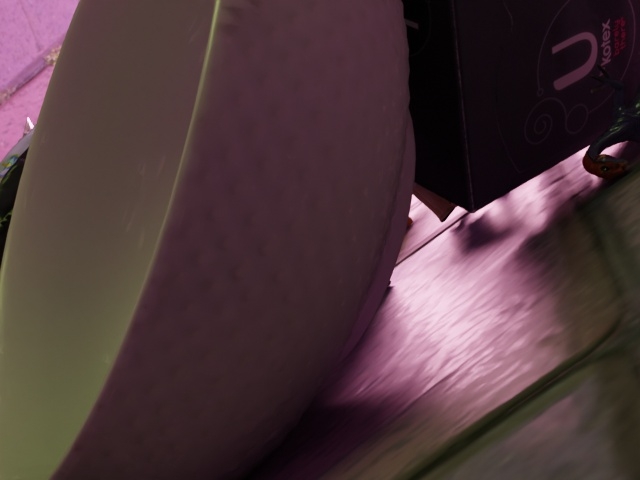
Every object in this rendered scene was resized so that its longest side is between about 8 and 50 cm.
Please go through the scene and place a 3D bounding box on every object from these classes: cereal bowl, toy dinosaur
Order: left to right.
[{"bbox_3d":[-0.050,-0.023,0.743,0.339,0.141,0.339,-165,90,-69],"label":"cereal bowl"},{"bbox_3d":[0.166,-0.059,0.749,0.082,0.047,0.090,-46,-30,6],"label":"toy dinosaur"}]

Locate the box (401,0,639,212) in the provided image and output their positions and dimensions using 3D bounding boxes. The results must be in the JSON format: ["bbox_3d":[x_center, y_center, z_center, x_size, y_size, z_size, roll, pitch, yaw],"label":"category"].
[{"bbox_3d":[0.043,-0.157,0.867,0.143,0.165,0.270,-29,39,-25],"label":"box"}]

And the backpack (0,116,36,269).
[{"bbox_3d":[-0.197,0.016,1.394,0.273,0.290,0.355,-45,7,28],"label":"backpack"}]

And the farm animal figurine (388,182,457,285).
[{"bbox_3d":[-0.077,0.002,1.021,0.330,0.172,0.327,-39,5,-23],"label":"farm animal figurine"}]
